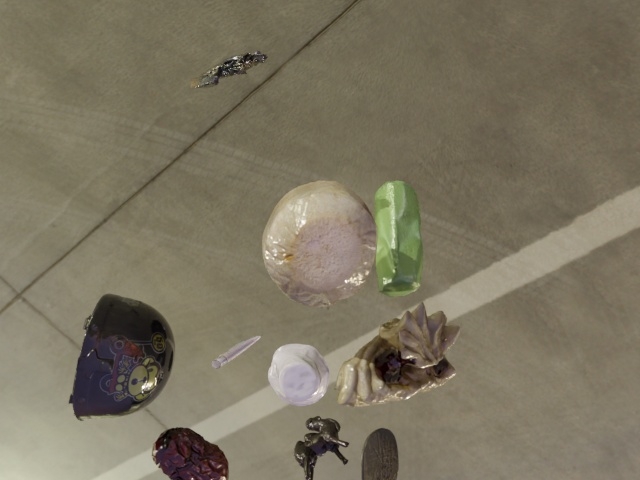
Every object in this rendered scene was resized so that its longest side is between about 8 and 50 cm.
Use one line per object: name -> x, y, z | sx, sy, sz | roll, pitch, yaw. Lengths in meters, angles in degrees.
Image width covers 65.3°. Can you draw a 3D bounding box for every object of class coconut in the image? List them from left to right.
coconut -> 0.000, 0.000, 1.209 | 0.329, 0.329, 0.328 | 4, 118, 8

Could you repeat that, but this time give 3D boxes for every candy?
candy -> 0.216, -0.008, 1.439 | 0.142, 0.343, 0.132 | -19, 145, 32

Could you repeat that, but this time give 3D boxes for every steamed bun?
steamed bun -> 0.239, 0.293, 1.316 | 0.189, 0.428, 0.247 | -16, 76, 44

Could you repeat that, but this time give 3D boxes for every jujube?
jujube -> -0.238, 0.409, 0.931 | 0.104, 0.104, 0.166 | -23, 114, 21

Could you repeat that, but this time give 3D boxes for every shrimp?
shrimp -> -0.233, -0.412, 1.226 | 0.217, 0.150, 0.051 | -7, 121, 31

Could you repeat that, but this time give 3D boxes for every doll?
doll -> -0.006, 0.490, 1.203 | 0.139, 0.165, 0.057 | -30, 118, -14

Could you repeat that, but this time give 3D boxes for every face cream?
face cream -> -0.159, 0.209, 0.957 | 0.038, 0.115, 0.020 | -24, 94, 40

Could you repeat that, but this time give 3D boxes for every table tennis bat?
table tennis bat -> 0.134, 0.539, 1.108 | 0.022, 0.131, 0.234 | -8, 83, 44

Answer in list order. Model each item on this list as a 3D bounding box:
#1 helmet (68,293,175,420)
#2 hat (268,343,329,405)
helmet -> -0.360, 0.224, 0.954 | 0.160, 0.279, 0.230 | 9, 84, -7
hat -> -0.063, 0.416, 1.509 | 0.203, 0.126, 0.203 | 0, 86, -5
